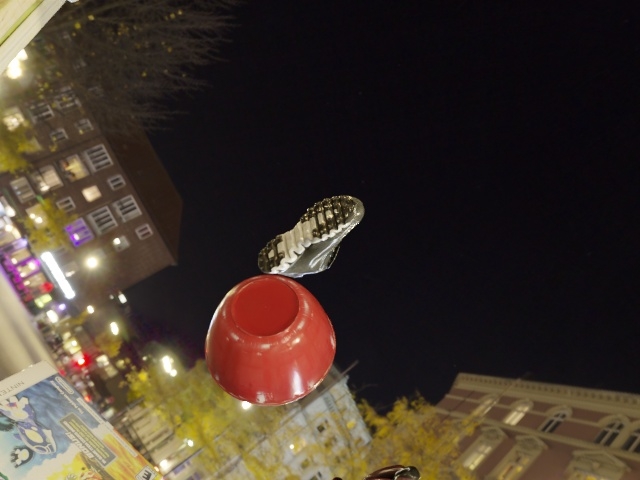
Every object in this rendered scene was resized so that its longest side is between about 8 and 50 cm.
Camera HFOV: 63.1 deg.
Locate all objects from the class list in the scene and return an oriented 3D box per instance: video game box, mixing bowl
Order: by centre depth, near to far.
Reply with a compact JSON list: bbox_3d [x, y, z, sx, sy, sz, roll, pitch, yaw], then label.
[{"bbox_3d":[-0.293,0.236,0.534,0.205,0.187,0.048,41,-70,6],"label":"video game box"},{"bbox_3d":[-0.069,0.112,0.689,0.181,0.181,0.098,42,-29,29],"label":"mixing bowl"}]

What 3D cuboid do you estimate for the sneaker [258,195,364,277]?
[{"bbox_3d":[0.000,0.000,0.941,0.234,0.106,0.078,-34,-132,29],"label":"sneaker"}]

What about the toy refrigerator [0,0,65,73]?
[{"bbox_3d":[-0.195,-0.160,0.266,0.094,0.270,0.102,14,-31,6],"label":"toy refrigerator"}]

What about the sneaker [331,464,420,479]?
[{"bbox_3d":[0.110,0.323,0.520,0.281,0.163,0.106,11,-6,27],"label":"sneaker"}]
